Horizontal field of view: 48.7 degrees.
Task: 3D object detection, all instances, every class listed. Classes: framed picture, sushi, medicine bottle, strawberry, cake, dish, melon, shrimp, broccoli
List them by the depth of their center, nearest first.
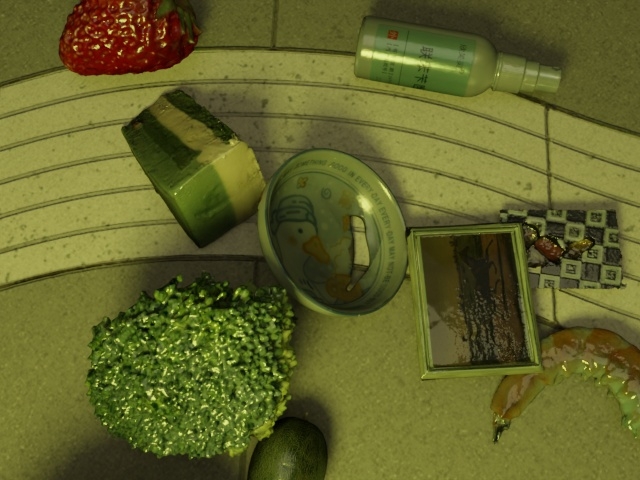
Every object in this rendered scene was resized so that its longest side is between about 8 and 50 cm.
[{"bbox_3d":[-0.167,0.194,1.024,0.375,0.302,0.249,-40,67,29],"label":"broccoli"},{"bbox_3d":[-0.049,0.337,1.058,0.114,0.114,0.167,19,76,6],"label":"melon"},{"bbox_3d":[0.410,0.225,1.106,0.287,0.068,0.185,0,72,3],"label":"shrimp"},{"bbox_3d":[0.244,0.091,1.130,0.197,0.014,0.252,-3,72,-2],"label":"framed picture"},{"bbox_3d":[0.000,0.000,1.148,0.273,0.134,0.273,12,68,-31],"label":"dish"},{"bbox_3d":[-0.228,-0.157,1.174,0.158,0.172,0.283,-35,75,-10],"label":"cake"},{"bbox_3d":[0.400,0.017,1.183,0.201,0.031,0.139,1,75,5],"label":"sushi"},{"bbox_3d":[0.238,-0.309,1.236,0.352,0.110,0.110,11,75,4],"label":"medicine bottle"},{"bbox_3d":[-0.348,-0.370,1.236,0.244,0.205,0.205,-25,74,16],"label":"strawberry"}]
